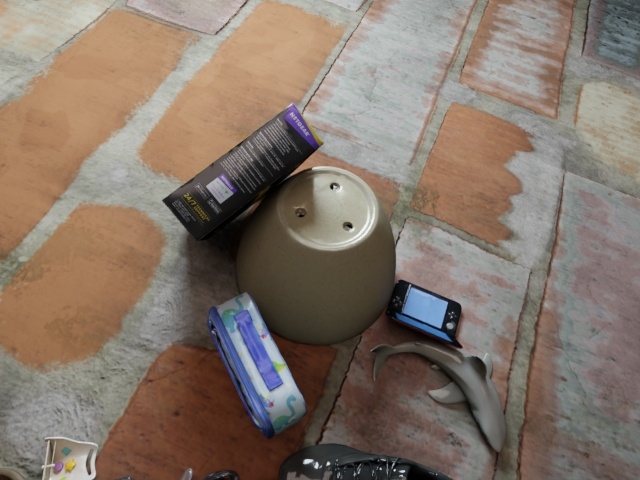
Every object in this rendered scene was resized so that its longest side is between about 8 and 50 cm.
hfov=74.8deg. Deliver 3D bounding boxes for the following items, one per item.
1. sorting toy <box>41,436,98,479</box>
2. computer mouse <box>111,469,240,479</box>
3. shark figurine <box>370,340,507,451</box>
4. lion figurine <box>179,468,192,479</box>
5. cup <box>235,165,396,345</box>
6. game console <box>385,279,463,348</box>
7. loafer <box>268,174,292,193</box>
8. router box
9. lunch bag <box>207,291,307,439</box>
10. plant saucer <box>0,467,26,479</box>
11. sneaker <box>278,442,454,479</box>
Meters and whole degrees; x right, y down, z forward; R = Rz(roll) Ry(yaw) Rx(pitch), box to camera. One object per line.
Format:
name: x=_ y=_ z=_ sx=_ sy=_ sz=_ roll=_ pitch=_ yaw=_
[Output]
sorting toy: x=-0.391 y=0.351 z=0.654 sx=0.075 sy=0.045 sz=0.083 roll=0 pitch=60 yaw=-15
computer mouse: x=-0.248 y=0.400 z=0.649 sx=0.242 sy=0.041 sz=0.071 roll=-1 pitch=59 yaw=-14
shark figurine: x=0.233 y=0.224 z=0.755 sx=0.278 sy=0.116 sz=0.166 roll=30 pitch=61 yaw=8
lion figurine: x=-0.274 y=0.467 z=0.487 sx=0.240 sy=0.142 sz=0.392 roll=4 pitch=89 yaw=-14
cup: x=0.000 y=0.000 z=0.781 sx=0.331 sy=0.237 sz=0.331 roll=3 pitch=60 yaw=-4
game console: x=0.208 y=0.138 z=0.813 sx=0.144 sy=0.085 sz=0.124 roll=23 pitch=61 yaw=6
loafer: x=-0.112 y=-0.141 z=0.946 sx=0.170 sy=0.061 sz=0.062 roll=15 pitch=59 yaw=1
router box: x=-0.141 y=-0.104 z=0.755 sx=0.243 sy=0.309 sz=0.081 roll=-40 pitch=98 yaw=-10
lunch bag: x=-0.106 y=0.204 z=0.689 sx=0.090 sy=0.176 sz=0.219 roll=-25 pitch=67 yaw=-19
plant saucer: x=-0.456 y=0.442 z=0.523 sx=0.278 sy=0.041 sz=0.278 roll=-19 pitch=46 yaw=21
sneaker: x=0.079 y=0.368 z=0.644 sx=0.286 sy=0.130 sz=0.109 roll=6 pitch=55 yaw=-2
